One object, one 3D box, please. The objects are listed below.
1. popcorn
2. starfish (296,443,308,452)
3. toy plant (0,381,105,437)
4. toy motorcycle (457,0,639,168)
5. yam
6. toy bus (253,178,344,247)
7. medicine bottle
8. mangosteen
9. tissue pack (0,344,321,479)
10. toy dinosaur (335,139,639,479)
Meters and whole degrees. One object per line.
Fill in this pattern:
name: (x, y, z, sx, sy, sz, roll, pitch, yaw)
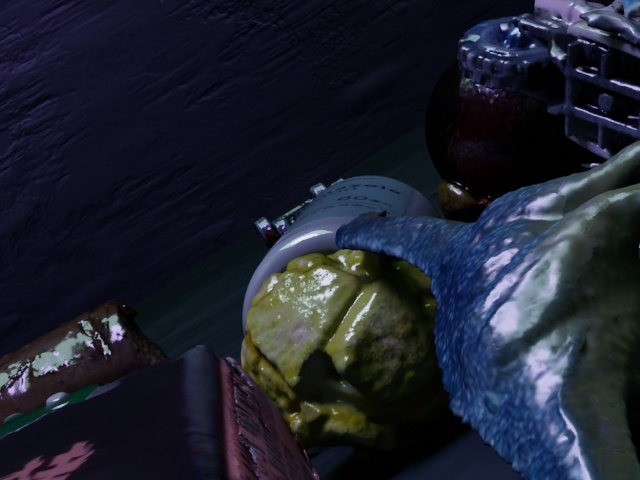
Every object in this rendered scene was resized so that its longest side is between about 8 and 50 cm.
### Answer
popcorn: (0.020, 0.059, 0.671, 0.116, 0.120, 0.106, 114, 166, -54)
starfish: (-0.070, 0.132, 0.778, 0.130, 0.041, 0.133, -33, 5, -3)
toy plant: (-0.210, 0.175, 0.787, 0.243, 0.113, 0.232, -30, 5, 15)
toy motorcycle: (0.222, -0.105, 0.797, 0.204, 0.239, 0.108, -27, -38, -31)
yam: (-0.263, 0.159, 1.188, 0.279, 0.131, 0.131, -31, 5, -1)
toy bus: (0.000, 0.000, 1.312, 0.081, 0.089, 0.195, -32, 6, -8)
medicine bottle: (0.031, 0.014, 0.903, 0.110, 0.110, 0.352, -31, 6, 11)
mangosteen: (0.142, -0.065, 0.924, 0.152, 0.152, 0.152, -31, 5, 3)
tissue pack: (-0.102, 0.150, 0.423, 0.245, 0.123, 0.332, -26, 8, -2)
toy dinosaur: (0.088, 0.028, 0.488, 0.147, 0.076, 0.363, -28, 22, 5)
